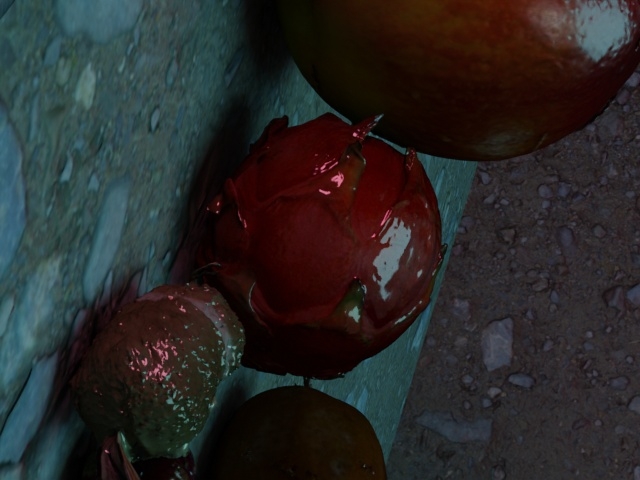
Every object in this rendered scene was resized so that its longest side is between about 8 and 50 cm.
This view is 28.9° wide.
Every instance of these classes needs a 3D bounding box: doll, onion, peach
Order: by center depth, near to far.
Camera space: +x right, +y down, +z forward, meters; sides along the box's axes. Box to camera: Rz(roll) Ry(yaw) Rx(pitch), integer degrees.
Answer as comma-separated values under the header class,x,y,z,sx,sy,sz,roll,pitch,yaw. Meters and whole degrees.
class,x,y,z,sx,sy,sz,roll,pitch,yaw
doll,-0.131,0.108,0.945,0.221,0.105,0.115,-60,161,-51
onion,-0.146,0.198,0.989,0.107,0.097,0.107,-37,-169,8
peach,0.142,-0.248,1.190,0.370,0.370,0.370,14,90,-78

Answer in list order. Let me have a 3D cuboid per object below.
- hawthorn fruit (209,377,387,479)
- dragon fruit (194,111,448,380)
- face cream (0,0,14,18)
class,x,y,z,sx,sy,sz,roll,pitch,yaw
hawthorn fruit,-0.022,0.254,1.407,0.211,0.211,0.299,88,6,-51
dragon fruit,0.000,0.009,1.165,0.252,0.241,0.241,-41,159,-9
face cream,-0.164,-0.165,0.623,0.084,0.057,0.198,90,16,-49
